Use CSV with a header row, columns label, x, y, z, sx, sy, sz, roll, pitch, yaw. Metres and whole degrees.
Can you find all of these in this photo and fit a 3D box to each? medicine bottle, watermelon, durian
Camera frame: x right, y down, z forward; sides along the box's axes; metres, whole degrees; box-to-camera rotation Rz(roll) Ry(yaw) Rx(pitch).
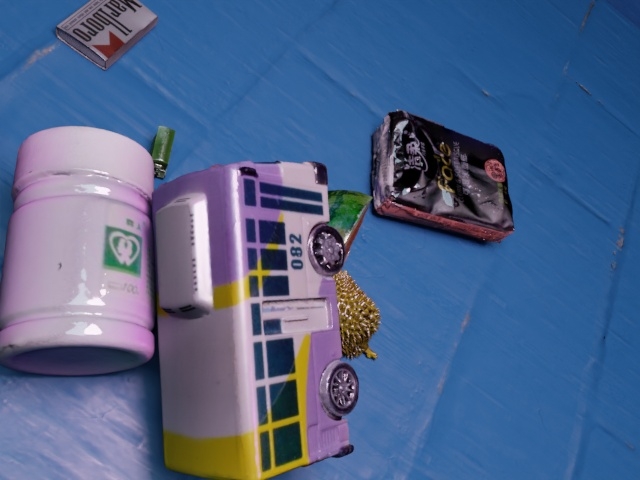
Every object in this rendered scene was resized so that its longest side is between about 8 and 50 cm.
label,x,y,z,sx,sy,sz,roll,pitch,yaw
medicine bottle,-0.353,0.021,0.859,0.212,0.212,0.325,4,64,-25
watermelon,-0.011,-0.016,1.121,0.146,0.128,0.231,27,58,9
durian,0.046,0.160,1.048,0.146,0.102,0.208,-42,118,-11

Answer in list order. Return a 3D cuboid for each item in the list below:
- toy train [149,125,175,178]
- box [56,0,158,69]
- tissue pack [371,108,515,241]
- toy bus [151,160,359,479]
label,x,y,z,sx,sy,sz,roll,pitch,yaw
toy train,-0.295,-0.164,1.072,0.038,0.056,0.093,16,61,-21
box,-0.423,-0.431,1.155,0.115,0.036,0.177,35,55,-8
tissue pack,0.276,-0.137,1.300,0.333,0.123,0.244,14,58,-20
toy bus,-0.109,0.101,0.847,0.249,0.209,0.439,4,80,-48
